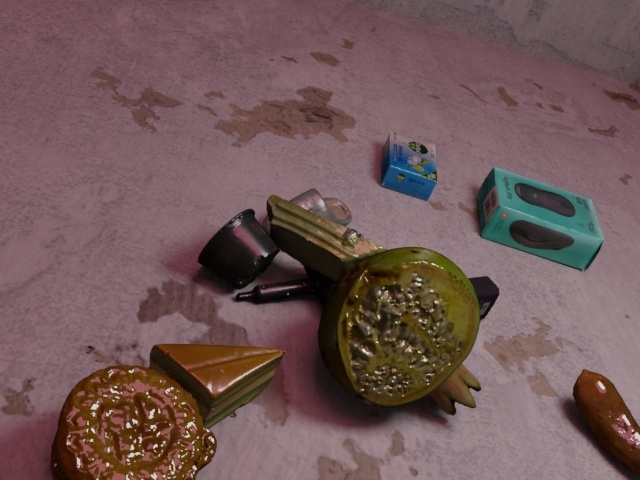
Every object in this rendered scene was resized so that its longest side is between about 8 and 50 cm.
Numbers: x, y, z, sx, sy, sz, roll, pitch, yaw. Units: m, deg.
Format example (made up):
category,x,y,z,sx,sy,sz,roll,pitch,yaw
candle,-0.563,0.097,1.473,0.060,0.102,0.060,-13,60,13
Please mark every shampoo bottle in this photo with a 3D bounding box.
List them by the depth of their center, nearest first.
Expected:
category,x,y,z,sx,sy,sz,roll,pitch,yaw
shampoo bottle,0.244,0.140,1.611,0.310,0.098,0.071,-5,45,-32

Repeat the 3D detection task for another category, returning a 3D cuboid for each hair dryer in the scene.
category,x,y,z,sx,sy,sz,roll,pitch,yaw
hair dryer,-0.047,0.119,1.530,0.248,0.078,0.195,-8,46,-21

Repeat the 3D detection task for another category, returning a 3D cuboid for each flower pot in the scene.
category,x,y,z,sx,sy,sz,roll,pitch,yaw
flower pot,-0.157,0.025,1.516,0.107,0.157,0.157,43,40,9

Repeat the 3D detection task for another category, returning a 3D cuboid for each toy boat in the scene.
category,x,y,z,sx,sy,sz,roll,pitch,yaw
toy boat,-0.002,0.005,1.524,0.276,0.111,0.084,26,61,14

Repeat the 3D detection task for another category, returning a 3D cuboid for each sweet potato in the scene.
category,x,y,z,sx,sy,sz,roll,pitch,yaw
sweet potato,0.611,0.390,1.499,0.097,0.097,0.291,-14,58,-39

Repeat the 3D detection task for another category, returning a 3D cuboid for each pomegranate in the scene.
category,x,y,z,sx,sy,sz,roll,pitch,yaw
pomegranate,0.156,0.179,1.421,0.358,0.310,0.216,49,-12,-23

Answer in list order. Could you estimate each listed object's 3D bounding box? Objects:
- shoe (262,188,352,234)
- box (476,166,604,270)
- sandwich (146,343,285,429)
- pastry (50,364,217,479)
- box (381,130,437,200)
category,x,y,z,sx,sy,sz,roll,pitch,yaw
shoe,-0.018,-0.065,1.730,0.251,0.100,0.103,-15,51,-42
box,0.591,-0.063,2.022,0.312,0.118,0.205,18,39,-5
sandwich,-0.181,0.217,1.285,0.144,0.117,0.187,42,42,19
pastry,-0.283,0.307,1.130,0.235,0.132,0.240,28,43,-7
box,0.244,-0.208,2.059,0.139,0.073,0.194,17,37,-7
